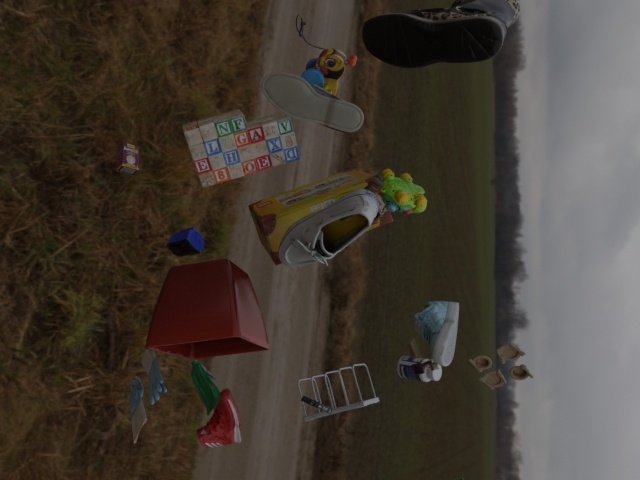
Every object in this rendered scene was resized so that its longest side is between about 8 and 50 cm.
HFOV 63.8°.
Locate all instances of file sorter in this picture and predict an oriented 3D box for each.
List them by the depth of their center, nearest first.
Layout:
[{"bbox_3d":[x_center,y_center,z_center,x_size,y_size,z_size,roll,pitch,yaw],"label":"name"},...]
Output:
[{"bbox_3d":[0.071,0.638,2.177,0.193,0.278,0.173,23,49,-64],"label":"file sorter"}]

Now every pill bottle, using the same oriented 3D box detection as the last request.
[{"bbox_3d":[0.410,0.533,2.125,0.094,0.169,0.094,3,86,-45],"label":"pill bottle"}]

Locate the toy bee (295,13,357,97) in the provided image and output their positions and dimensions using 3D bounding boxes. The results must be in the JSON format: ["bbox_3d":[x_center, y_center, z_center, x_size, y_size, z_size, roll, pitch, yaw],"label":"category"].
[{"bbox_3d":[0.023,-0.480,1.487,0.298,0.162,0.195,73,25,-62],"label":"toy bee"}]

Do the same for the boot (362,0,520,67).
[{"bbox_3d":[0.333,-0.581,1.385,0.284,0.377,0.138,-48,137,-40],"label":"boot"}]

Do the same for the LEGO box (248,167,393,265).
[{"bbox_3d":[-0.014,-0.114,2.119,0.372,0.500,0.193,-137,-152,-70],"label":"LEGO box"}]

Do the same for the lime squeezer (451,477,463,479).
[{"bbox_3d":[0.185,0.603,1.234,0.059,0.310,0.110,-111,-151,-53],"label":"lime squeezer"}]

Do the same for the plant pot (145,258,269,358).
[{"bbox_3d":[-0.318,0.197,1.486,0.267,0.267,0.235,55,27,-67],"label":"plant pot"}]

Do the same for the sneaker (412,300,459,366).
[{"bbox_3d":[0.374,0.304,1.712,0.366,0.150,0.135,-34,125,-67],"label":"sneaker"}]

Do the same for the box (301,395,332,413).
[{"bbox_3d":[-0.012,0.524,1.639,0.067,0.083,0.018,38,69,-38],"label":"box"}]

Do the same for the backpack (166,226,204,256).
[{"bbox_3d":[-0.521,0.008,1.988,0.098,0.120,0.101,57,30,-34],"label":"backpack"}]

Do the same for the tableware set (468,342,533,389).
[{"bbox_3d":[0.527,0.371,1.502,0.141,0.169,0.020,52,30,-17],"label":"tableware set"}]

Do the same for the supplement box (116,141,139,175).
[{"bbox_3d":[-0.583,-0.247,1.555,0.055,0.043,0.083,12,62,-44],"label":"supplement box"}]

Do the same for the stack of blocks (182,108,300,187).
[{"bbox_3d":[-0.226,-0.283,1.482,0.087,0.297,0.171,-123,-163,-60],"label":"stack of blocks"}]

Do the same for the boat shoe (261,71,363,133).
[{"bbox_3d":[-0.014,-0.261,0.990,0.065,0.206,0.075,-57,170,-78],"label":"boat shoe"}]

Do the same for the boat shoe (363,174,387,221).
[{"bbox_3d":[0.176,-0.125,1.813,0.116,0.123,0.324,-53,170,-12],"label":"boat shoe"}]

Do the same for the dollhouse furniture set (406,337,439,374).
[{"bbox_3d":[0.343,0.364,1.670,0.081,0.091,0.114,-11,76,-41],"label":"dollhouse furniture set"}]

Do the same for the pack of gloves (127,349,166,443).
[{"bbox_3d":[-0.496,0.432,1.492,0.046,0.232,0.195,20,102,-31],"label":"pack of gloves"}]

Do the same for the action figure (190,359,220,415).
[{"bbox_3d":[-0.482,0.595,2.151,0.063,0.137,0.232,3,45,-54],"label":"action figure"}]

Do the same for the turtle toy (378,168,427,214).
[{"bbox_3d":[0.173,-0.090,1.067,0.066,0.130,0.095,-57,-140,34],"label":"turtle toy"}]

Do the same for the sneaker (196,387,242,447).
[{"bbox_3d":[-0.305,0.540,1.515,0.087,0.128,0.221,-132,-147,-54],"label":"sneaker"}]

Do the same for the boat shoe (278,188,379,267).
[{"bbox_3d":[0.007,0.005,1.437,0.136,0.367,0.156,47,33,-21],"label":"boat shoe"}]
